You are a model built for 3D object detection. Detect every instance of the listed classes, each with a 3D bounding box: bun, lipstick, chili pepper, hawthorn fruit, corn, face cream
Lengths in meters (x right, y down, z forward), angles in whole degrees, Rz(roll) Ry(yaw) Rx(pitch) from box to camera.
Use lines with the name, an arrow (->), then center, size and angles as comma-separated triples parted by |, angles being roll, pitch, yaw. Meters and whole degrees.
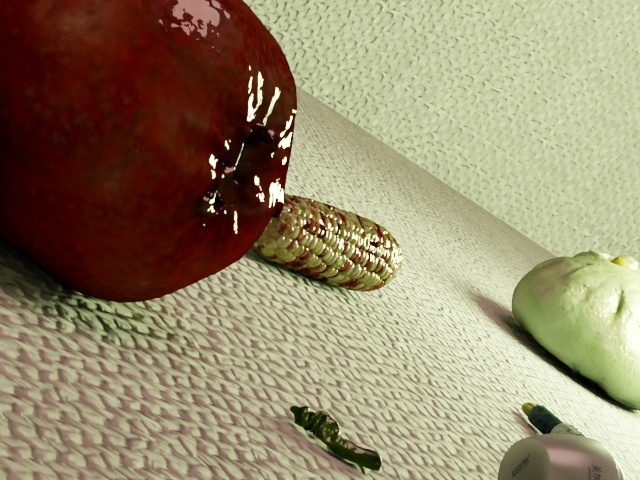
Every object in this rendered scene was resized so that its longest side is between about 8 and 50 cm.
bun -> 0.420, 0.113, 2.464 | 0.283, 0.179, 0.283 | 37, 8, -6
lipstick -> 0.253, 0.203, 1.852 | 0.037, 0.037, 0.116 | 30, 6, -26
chili pepper -> 0.011, 0.151, 1.292 | 0.083, 0.022, 0.027 | 35, 42, -6
hawthorn fruit -> -0.171, -0.104, 1.262 | 0.307, 0.265, 0.265 | 30, 6, 29
corn -> 0.000, 0.000, 1.832 | 0.086, 0.086, 0.253 | 41, 11, 34
face cream -> 0.208, 0.211, 1.467 | 0.095, 0.091, 0.091 | 19, 17, -35
